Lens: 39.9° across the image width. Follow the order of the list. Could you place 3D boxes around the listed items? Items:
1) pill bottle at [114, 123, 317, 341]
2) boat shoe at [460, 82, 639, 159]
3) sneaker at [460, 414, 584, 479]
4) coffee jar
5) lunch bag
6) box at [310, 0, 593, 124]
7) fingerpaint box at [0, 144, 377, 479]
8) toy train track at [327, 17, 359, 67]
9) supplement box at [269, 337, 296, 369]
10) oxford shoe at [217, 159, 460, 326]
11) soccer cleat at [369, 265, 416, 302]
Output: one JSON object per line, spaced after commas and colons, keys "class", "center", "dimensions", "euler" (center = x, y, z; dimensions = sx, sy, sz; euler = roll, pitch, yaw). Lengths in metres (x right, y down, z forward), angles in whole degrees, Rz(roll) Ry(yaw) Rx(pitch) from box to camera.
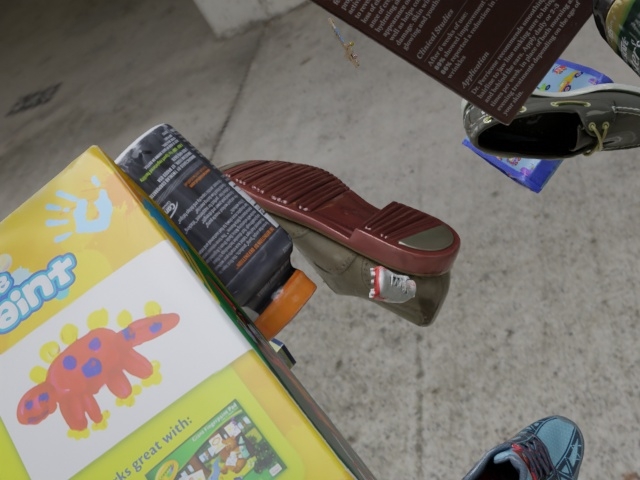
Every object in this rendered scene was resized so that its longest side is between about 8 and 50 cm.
{"class": "pill bottle", "center": [-0.120, 0.000, 0.949], "dimensions": [0.130, 0.246, 0.130], "euler": [-47, 2, 2]}
{"class": "boat shoe", "center": [0.356, -0.162, 1.260], "dimensions": [0.305, 0.109, 0.091], "euler": [3, 46, 0]}
{"class": "sneaker", "center": [0.238, 0.288, 1.044], "dimensions": [0.262, 0.125, 0.104], "euler": [-33, 63, -31]}
{"class": "coffee jar", "center": [0.312, -0.162, 0.755], "dimensions": [0.079, 0.096, 0.184], "euler": [-36, 57, 10]}
{"class": "lunch bag", "center": [0.397, -0.208, 1.569], "dimensions": [0.221, 0.138, 0.293], "euler": [-54, 10, 9]}
{"class": "box", "center": [0.113, -0.319, 1.030], "dimensions": [0.191, 0.381, 0.143], "euler": [-54, 20, 19]}
{"class": "fingerpaint box", "center": [-0.234, 0.207, 0.737], "dimensions": [0.445, 0.163, 0.371], "euler": [-41, 67, -3]}
{"class": "toy train track", "center": [0.038, -0.296, 1.312], "dimensions": [0.014, 0.083, 0.048], "euler": [-31, 0, -10]}
{"class": "supplement box", "center": [-0.103, 0.204, 1.479], "dimensions": [0.083, 0.056, 0.083], "euler": [24, 62, 42]}
{"class": "oxford shoe", "center": [0.000, 0.000, 1.064], "dimensions": [0.348, 0.130, 0.123], "euler": [27, 37, 33]}
{"class": "soccer cleat", "center": [0.060, 0.037, 0.718], "dimensions": [0.036, 0.083, 0.029], "euler": [1, 80, 10]}
